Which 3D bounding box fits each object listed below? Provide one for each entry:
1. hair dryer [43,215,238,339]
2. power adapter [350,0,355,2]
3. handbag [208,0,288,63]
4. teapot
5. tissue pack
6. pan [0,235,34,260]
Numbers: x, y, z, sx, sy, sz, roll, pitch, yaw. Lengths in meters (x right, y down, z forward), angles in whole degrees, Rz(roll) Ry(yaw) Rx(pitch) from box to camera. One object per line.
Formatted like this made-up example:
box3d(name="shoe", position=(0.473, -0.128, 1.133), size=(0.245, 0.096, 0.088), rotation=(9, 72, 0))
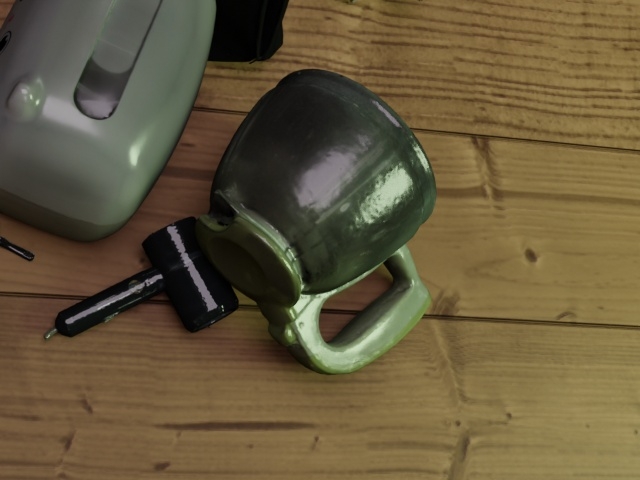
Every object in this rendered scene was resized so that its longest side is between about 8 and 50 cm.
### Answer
box3d(name="hair dryer", position=(-0.214, 0.070, 1.500), size=(0.219, 0.071, 0.124), rotation=(-24, 82, -16))
box3d(name="power adapter", position=(0.053, -0.410, 1.663), size=(0.255, 0.187, 0.124), rotation=(41, 67, -1))
box3d(name="handbag", position=(-0.117, -0.395, 1.550), size=(0.152, 0.288, 0.342), rotation=(-19, 80, -19))
box3d(name="teapot", position=(-0.019, -0.012, 1.518), size=(0.239, 0.321, 0.239), rotation=(27, 58, 28))
box3d(name="tissue pack", position=(-0.254, -0.182, 1.464), size=(0.229, 0.236, 0.333), rotation=(23, 67, -11))
box3d(name="pan", position=(-0.378, -0.009, 1.488), size=(0.115, 0.023, 0.068), rotation=(26, 66, -8))
